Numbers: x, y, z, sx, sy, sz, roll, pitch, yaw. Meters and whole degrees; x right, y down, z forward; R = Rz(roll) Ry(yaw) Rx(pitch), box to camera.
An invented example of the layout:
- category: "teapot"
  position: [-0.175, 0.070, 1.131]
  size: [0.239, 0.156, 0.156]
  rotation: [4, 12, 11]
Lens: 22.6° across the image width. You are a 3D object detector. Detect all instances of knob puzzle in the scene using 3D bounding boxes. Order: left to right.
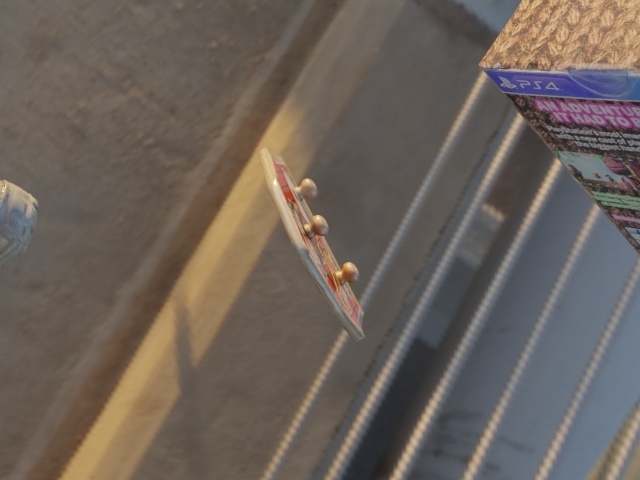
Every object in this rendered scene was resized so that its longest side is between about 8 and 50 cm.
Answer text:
- category: "knob puzzle"
  position: [0.000, 0.000, 1.428]
  size: [0.030, 0.213, 0.213]
  rotation: [-27, 92, 6]

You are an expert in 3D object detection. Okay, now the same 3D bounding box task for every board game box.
- category: "board game box"
  position: [0.299, -0.077, 1.115]
  size: [0.291, 0.232, 0.141]
  rotation: [45, 71, -32]

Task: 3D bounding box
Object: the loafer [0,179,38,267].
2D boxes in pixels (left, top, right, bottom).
- category: "loafer"
  position: [-0.453, 0.013, 1.835]
  size: [0.111, 0.319, 0.112]
  rotation: [35, 39, -31]
